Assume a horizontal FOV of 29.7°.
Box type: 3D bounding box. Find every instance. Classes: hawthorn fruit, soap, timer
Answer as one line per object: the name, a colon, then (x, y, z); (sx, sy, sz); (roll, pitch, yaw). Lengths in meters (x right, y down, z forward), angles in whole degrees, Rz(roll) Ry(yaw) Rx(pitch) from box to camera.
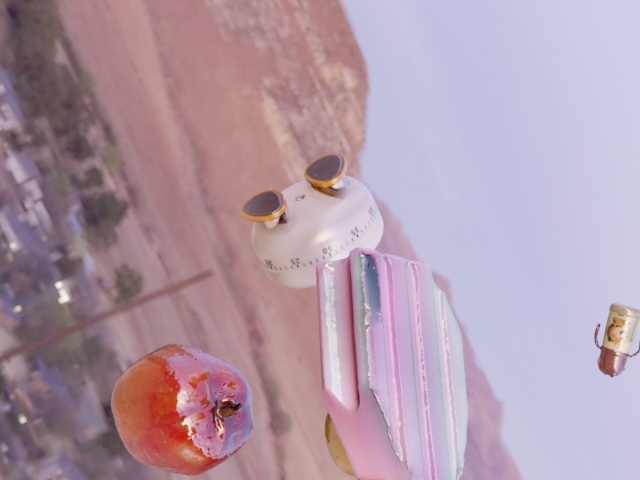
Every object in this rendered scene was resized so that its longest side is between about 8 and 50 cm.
hawthorn fruit: (-0.237, 0.308, 2.252); (0.300, 0.254, 0.254); (-22, -85, 49)
soap: (0.099, 0.186, 1.609); (0.192, 0.109, 0.324); (13, 64, -40)
timer: (0.000, 0.000, 2.104); (0.233, 0.233, 0.240); (-111, 176, -62)

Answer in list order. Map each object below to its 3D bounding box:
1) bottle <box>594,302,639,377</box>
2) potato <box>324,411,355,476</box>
bottle: (0.412, 0.140, 1.669); (0.047, 0.101, 0.063); (15, 1, -41)
potato: (0.079, 0.293, 1.898); (0.203, 0.158, 0.178); (52, 24, 20)
